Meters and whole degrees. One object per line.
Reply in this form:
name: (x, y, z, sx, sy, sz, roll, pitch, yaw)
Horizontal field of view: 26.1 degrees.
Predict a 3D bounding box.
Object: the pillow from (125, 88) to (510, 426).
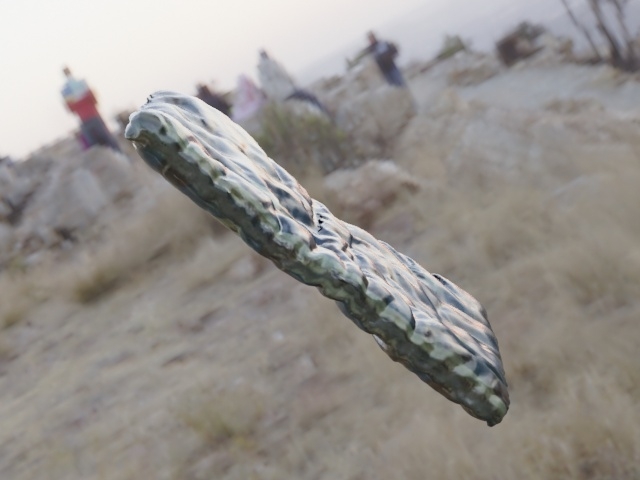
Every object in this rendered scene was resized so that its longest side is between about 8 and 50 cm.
pillow: (0.001, 0.001, 0.773, 0.034, 0.255, 0.189, -53, 7, 8)
